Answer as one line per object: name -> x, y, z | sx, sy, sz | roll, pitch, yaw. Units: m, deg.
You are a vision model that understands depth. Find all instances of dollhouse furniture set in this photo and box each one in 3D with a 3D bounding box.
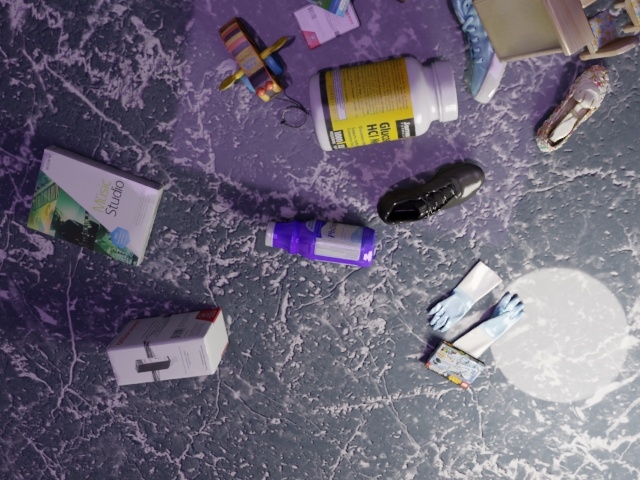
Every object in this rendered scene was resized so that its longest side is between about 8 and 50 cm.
dollhouse furniture set -> 0.559, -0.549, 1.459 | 0.394, 0.256, 0.362 | -33, 107, -8

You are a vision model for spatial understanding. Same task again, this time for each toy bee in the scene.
toy bee -> -0.136, -0.407, 1.690 | 0.298, 0.162, 0.195 | 33, 105, -5

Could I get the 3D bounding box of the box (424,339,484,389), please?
box -> 0.369, 0.343, 1.937 | 0.137, 0.027, 0.094 | 30, 118, -4

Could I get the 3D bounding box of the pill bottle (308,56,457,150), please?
pill bottle -> 0.149, -0.330, 1.672 | 0.333, 0.188, 0.188 | -9, 106, 8

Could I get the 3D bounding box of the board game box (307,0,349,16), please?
board game box -> -0.007, -0.631, 1.616 | 0.211, 0.039, 0.160 | 34, 115, 27

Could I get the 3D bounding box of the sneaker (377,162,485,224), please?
sneaker -> 0.280, -0.103, 1.762 | 0.286, 0.130, 0.109 | -26, 101, 11

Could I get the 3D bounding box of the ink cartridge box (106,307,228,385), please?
ink cartridge box -> -0.409, 0.286, 1.909 | 0.272, 0.197, 0.114 | -8, 107, 8

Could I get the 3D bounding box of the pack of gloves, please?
pack of gloves -> 0.420, 0.202, 1.888 | 0.195, 0.046, 0.232 | 40, 106, -8

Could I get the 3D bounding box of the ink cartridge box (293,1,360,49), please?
ink cartridge box -> 0.017, -0.533, 1.690 | 0.135, 0.056, 0.099 | -22, 104, 12

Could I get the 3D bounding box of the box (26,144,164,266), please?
box -> -0.604, -0.091, 1.883 | 0.321, 0.058, 0.232 | 20, 108, 0

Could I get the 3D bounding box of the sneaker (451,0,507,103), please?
sneaker -> 0.369, -0.509, 1.634 | 0.150, 0.135, 0.366 | 10, 97, 3

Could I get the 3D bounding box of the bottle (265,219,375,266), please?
bottle -> 0.000, 0.000, 1.825 | 0.282, 0.118, 0.092 | 8, 117, 3

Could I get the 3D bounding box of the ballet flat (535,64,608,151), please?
ballet flat -> 0.616, -0.311, 1.694 | 0.091, 0.077, 0.241 | 32, 107, -4
